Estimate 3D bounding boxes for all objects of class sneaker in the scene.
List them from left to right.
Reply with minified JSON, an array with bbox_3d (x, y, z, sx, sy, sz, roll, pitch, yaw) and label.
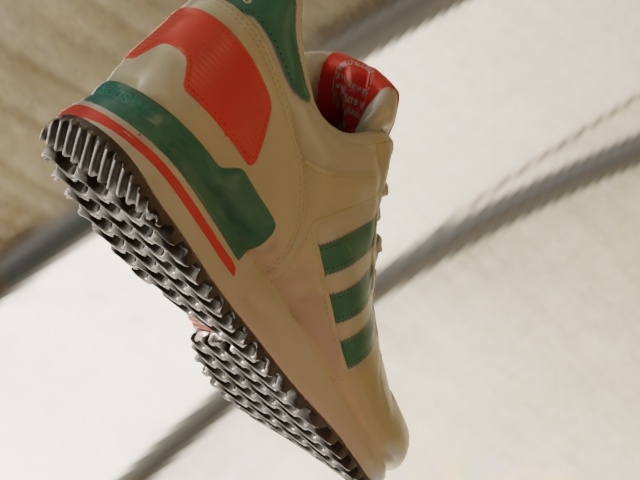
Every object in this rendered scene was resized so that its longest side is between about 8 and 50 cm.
[{"bbox_3d":[0.000,0.000,0.441,0.075,0.057,0.161,-50,-39,-14],"label":"sneaker"}]
